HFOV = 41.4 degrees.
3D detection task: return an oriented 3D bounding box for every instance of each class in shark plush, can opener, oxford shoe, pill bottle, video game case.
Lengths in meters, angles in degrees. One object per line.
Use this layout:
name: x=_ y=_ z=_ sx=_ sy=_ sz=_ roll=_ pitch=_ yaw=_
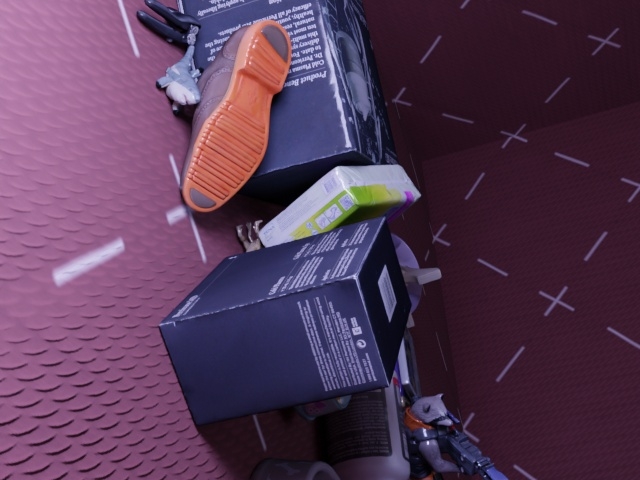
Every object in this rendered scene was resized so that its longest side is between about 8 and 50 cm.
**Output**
shark plush: x=-0.234 y=-0.285 z=1.504 sx=0.161 sy=0.067 sz=0.073 roll=-82 pitch=153 yaw=-54
can opener: x=-0.273 y=-0.387 z=1.513 sx=0.059 sy=0.073 sz=0.186 roll=-67 pitch=165 yaw=11
oxford shoe: x=-0.168 y=-0.215 z=1.494 sx=0.130 sy=0.132 sz=0.364 roll=37 pitch=68 yaw=-41
pill bottle: x=0.098 y=0.438 z=1.818 sx=0.176 sy=0.176 sz=0.319 roll=54 pitch=26 yaw=-54
video game case: x=0.214 y=0.295 z=2.093 sx=0.183 sy=0.023 sz=0.201 roll=61 pitch=20 yaw=-55

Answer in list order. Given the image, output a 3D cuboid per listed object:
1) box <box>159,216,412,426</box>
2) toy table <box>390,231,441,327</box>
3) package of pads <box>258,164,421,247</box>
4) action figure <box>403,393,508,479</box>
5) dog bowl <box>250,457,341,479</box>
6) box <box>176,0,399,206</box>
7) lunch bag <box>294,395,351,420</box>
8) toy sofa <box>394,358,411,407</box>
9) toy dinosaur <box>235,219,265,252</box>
box: x=-0.037 y=0.119 z=1.373 sx=0.343 sy=0.312 sz=0.179 roll=-53 pitch=128 yaw=-70
toy table: x=0.216 y=0.118 z=2.463 sx=0.274 sy=0.252 sz=0.161 roll=60 pitch=3 yaw=-15
package of pads: x=0.038 y=-0.049 z=1.676 sx=0.101 sy=0.229 sz=0.296 roll=58 pitch=27 yaw=13
action figure: x=0.245 y=0.505 z=1.883 sx=0.341 sy=0.178 sz=0.331 roll=27 pitch=-63 yaw=58
dog bowl: x=-0.017 y=0.542 z=1.457 sx=0.349 sy=0.102 sz=0.349 roll=-15 pitch=90 yaw=-76
box: x=-0.052 y=-0.341 z=1.796 sx=0.480 sy=0.297 sz=0.472 roll=9 pitch=70 yaw=-74
lunch bag: x=-0.020 y=0.213 z=1.717 sx=0.224 sy=0.107 sz=0.279 roll=60 pitch=16 yaw=-12
toy sofa: x=0.110 y=0.246 z=2.091 sx=0.177 sy=0.150 sz=0.363 roll=39 pitch=39 yaw=-68
toy dinosaur: x=-0.128 y=0.011 z=1.639 sx=0.183 sy=0.053 sz=0.093 roll=-31 pitch=108 yaw=-74
